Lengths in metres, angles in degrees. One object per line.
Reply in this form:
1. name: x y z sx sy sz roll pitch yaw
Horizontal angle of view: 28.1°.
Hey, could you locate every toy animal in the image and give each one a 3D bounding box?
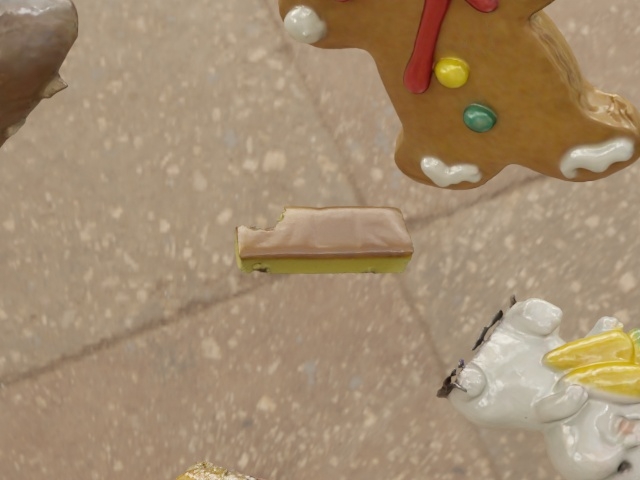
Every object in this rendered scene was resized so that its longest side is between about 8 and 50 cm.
1. toy animal: 0.313 0.226 1.600 0.310 0.247 0.183 37 48 11

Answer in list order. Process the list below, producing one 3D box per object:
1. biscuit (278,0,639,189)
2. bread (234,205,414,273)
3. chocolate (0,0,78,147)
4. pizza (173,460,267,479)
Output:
1. biscuit: 0.069 -0.148 0.844 0.216 0.339 0.047 -6 47 30
2. bread: 0.000 0.000 1.609 0.226 0.049 0.088 1 49 -16
3. chocolate: -0.239 -0.149 0.648 0.261 0.161 0.083 53 26 20
4. pizza: -0.022 0.329 1.366 0.306 0.161 0.085 25 64 3
